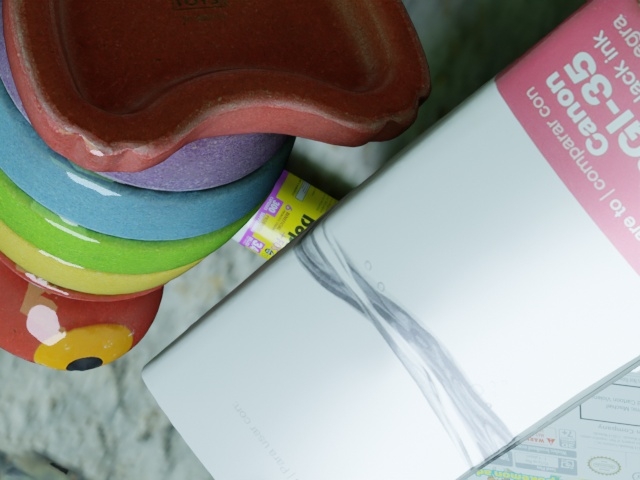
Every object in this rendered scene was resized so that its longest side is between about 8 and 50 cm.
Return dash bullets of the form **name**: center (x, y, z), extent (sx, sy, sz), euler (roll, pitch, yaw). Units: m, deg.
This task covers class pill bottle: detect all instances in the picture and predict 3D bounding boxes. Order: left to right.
- **pill bottle**: center (0.000, 0.000, 0.972), extent (0.083, 0.043, 0.043), euler (30, 133, -3)

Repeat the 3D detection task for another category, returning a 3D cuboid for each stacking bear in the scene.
- **stacking bear**: center (-0.098, -0.038, 0.909), extent (0.175, 0.164, 0.289), euler (-8, 154, -28)

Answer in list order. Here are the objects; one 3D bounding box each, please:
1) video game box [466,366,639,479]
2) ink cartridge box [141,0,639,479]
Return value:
- **video game box**: center (0.102, 0.113, 1.021), extent (0.205, 0.048, 0.187), euler (6, 126, 18)
- **ink cartridge box**: center (0.089, -0.006, 0.795), extent (0.283, 0.207, 0.117), euler (-39, 89, 35)
